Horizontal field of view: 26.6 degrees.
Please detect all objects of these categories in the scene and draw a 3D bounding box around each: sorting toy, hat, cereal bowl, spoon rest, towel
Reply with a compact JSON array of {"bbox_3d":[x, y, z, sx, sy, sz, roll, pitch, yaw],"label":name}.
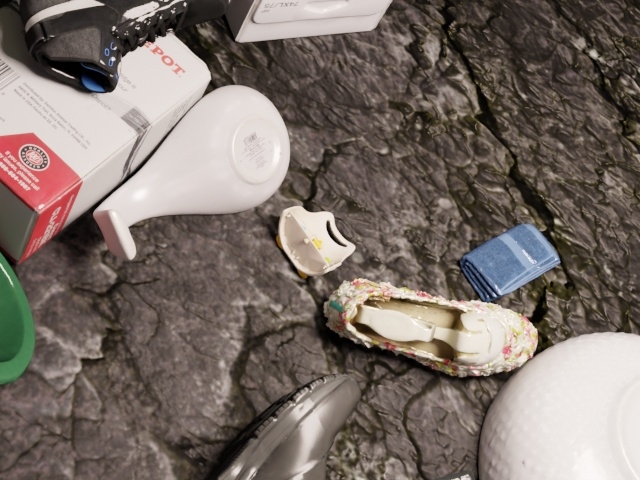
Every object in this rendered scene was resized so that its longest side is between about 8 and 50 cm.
[{"bbox_3d":[0.000,0.000,1.482,0.075,0.045,0.083,-23,72,-41],"label":"sorting toy"},{"bbox_3d":[-0.400,0.086,1.256,0.208,0.183,0.173,31,36,-62],"label":"hat"},{"bbox_3d":[0.344,0.241,1.430,0.339,0.141,0.339,12,56,-17],"label":"cereal bowl"},{"bbox_3d":[-0.136,-0.069,1.429,0.276,0.084,0.137,-35,114,-39],"label":"spoon rest"},{"bbox_3d":[0.221,0.023,1.575,0.119,0.029,0.067,-26,73,-34],"label":"towel"}]

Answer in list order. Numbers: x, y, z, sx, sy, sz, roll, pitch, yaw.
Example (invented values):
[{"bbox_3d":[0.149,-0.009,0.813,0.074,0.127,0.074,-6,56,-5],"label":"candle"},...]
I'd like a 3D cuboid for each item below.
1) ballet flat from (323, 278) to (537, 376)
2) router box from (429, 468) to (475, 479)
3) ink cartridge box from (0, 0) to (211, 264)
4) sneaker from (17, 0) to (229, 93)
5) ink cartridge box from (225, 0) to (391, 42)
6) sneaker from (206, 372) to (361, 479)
[{"bbox_3d":[0.121,0.100,1.436,0.241,0.077,0.091,10,95,-8],"label":"ballet flat"},{"bbox_3d":[0.113,0.290,1.356,0.122,0.038,0.092,-10,66,-29],"label":"router box"},{"bbox_3d":[-0.277,-0.139,1.391,0.197,0.114,0.273,42,53,5],"label":"ink cartridge box"},{"bbox_3d":[-0.190,-0.203,1.357,0.217,0.079,0.121,-4,64,-18],"label":"sneaker"},{"bbox_3d":[-0.029,-0.405,1.615,0.198,0.197,0.270,-10,66,-29],"label":"ink cartridge box"},{"bbox_3d":[-0.047,0.244,1.284,0.130,0.109,0.286,46,62,-1],"label":"sneaker"}]
